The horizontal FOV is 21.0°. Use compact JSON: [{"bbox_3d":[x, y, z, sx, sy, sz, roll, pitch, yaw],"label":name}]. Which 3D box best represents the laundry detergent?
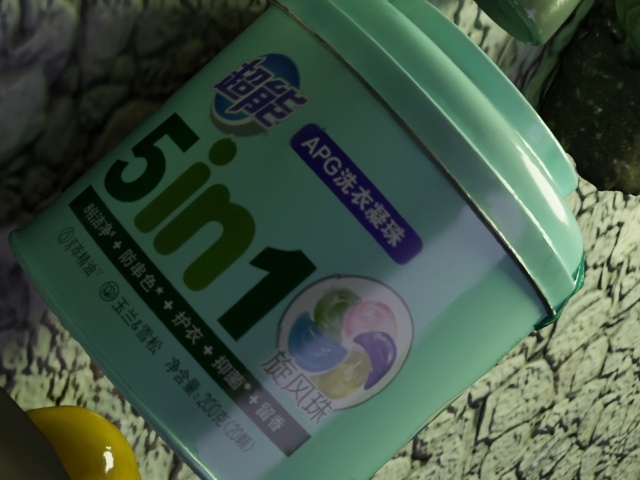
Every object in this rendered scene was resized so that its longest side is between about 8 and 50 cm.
[{"bbox_3d":[0.000,0.000,1.147,0.305,0.287,0.287,-42,146,-1],"label":"laundry detergent"}]

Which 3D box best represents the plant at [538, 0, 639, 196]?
[{"bbox_3d":[0.273,-0.137,1.418,0.129,0.132,0.194,-4,135,-47],"label":"plant"}]

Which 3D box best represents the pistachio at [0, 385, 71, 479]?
[{"bbox_3d":[-0.302,0.233,1.049,0.365,0.281,0.445,-53,125,-29],"label":"pistachio"}]

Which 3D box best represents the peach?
[{"bbox_3d":[-0.218,0.210,1.317,0.179,0.103,0.179,-30,143,-26],"label":"peach"}]

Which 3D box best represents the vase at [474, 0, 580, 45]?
[{"bbox_3d":[0.203,-0.248,1.276,0.214,0.086,0.086,-47,146,-4],"label":"vase"}]
